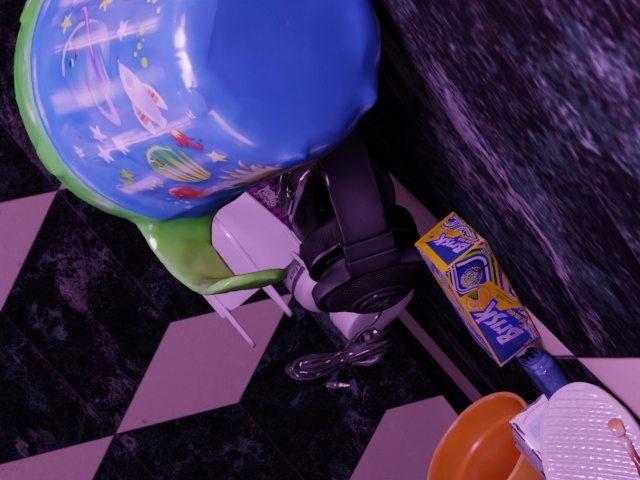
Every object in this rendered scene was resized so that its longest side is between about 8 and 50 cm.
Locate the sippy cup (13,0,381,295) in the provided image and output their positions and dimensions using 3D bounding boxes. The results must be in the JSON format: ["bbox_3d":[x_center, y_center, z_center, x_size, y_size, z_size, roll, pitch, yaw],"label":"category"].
[{"bbox_3d":[-0.079,-0.131,0.833,0.305,0.240,0.224,53,154,-21],"label":"sippy cup"}]

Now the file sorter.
[{"bbox_3d":[-0.060,-0.022,1.548,0.193,0.277,0.173,53,173,-29],"label":"file sorter"}]

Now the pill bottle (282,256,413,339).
[{"bbox_3d":[0.000,0.000,1.787,0.318,0.176,0.176,51,177,24],"label":"pill bottle"}]

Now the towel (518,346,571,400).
[{"bbox_3d":[0.261,0.166,1.205,0.119,0.029,0.067,53,177,-4],"label":"towel"}]

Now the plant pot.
[{"bbox_3d":[0.289,0.353,1.626,0.188,0.205,0.205,37,-178,-20],"label":"plant pot"}]

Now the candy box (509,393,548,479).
[{"bbox_3d":[0.320,0.288,1.367,0.196,0.070,0.165,50,177,23],"label":"candy box"}]

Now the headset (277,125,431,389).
[{"bbox_3d":[0.008,-0.002,1.215,0.243,0.185,0.394,-111,3,-49],"label":"headset"}]

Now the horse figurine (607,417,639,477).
[{"bbox_3d":[0.296,0.209,0.842,0.174,0.066,0.263,57,180,5],"label":"horse figurine"}]

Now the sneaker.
[{"bbox_3d":[0.306,0.264,1.040,0.161,0.102,0.282,17,-137,-56],"label":"sneaker"}]

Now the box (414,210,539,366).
[{"bbox_3d":[0.159,0.052,1.139,0.169,0.054,0.059,54,177,-41],"label":"box"}]

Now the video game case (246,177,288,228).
[{"bbox_3d":[-0.097,-0.138,1.343,0.210,0.041,0.232,66,-169,25],"label":"video game case"}]
